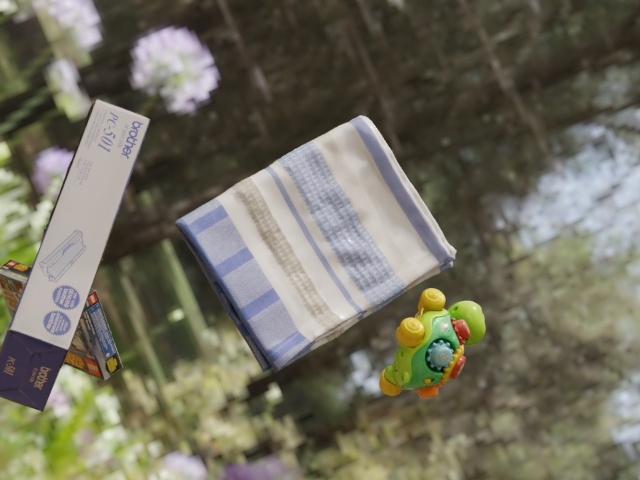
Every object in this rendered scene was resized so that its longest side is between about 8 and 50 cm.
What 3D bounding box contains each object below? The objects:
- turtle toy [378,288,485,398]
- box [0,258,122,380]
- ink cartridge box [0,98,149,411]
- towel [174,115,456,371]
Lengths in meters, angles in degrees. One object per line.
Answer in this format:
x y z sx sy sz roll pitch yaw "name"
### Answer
0.112 0.098 1.806 0.066 0.130 0.095 28 -46 12 "turtle toy"
-0.258 0.077 1.856 0.137 0.027 0.094 17 -47 42 "box"
-0.178 0.009 1.349 0.097 0.046 0.207 121 -13 -54 "ink cartridge box"
0.000 0.000 2.134 0.209 0.285 0.034 59 -28 2 "towel"
